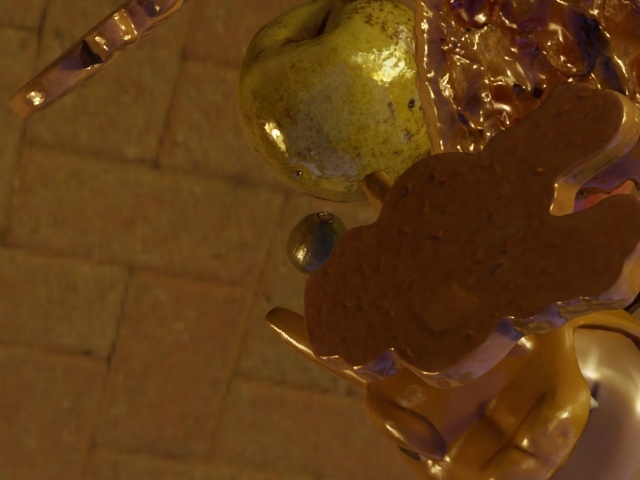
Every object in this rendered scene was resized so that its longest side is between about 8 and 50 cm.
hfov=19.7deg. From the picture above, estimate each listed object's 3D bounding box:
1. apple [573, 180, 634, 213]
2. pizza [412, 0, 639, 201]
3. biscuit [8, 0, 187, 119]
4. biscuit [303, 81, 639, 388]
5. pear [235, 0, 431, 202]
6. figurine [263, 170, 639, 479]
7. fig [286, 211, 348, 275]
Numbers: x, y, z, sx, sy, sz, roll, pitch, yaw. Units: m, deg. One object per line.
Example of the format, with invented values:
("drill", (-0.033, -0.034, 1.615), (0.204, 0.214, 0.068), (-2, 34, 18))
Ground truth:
("apple", (0.169, -0.072, 1.855), (0.293, 0.163, 0.251), (36, 143, -19))
("pizza", (0.171, -0.148, 1.229), (0.114, 0.278, 0.408), (-34, 152, -37))
("biscuit", (-0.209, -0.209, 1.869), (0.289, 0.202, 0.044), (-30, 104, 35))
("biscuit", (0.088, 0.008, 1.050), (0.236, 0.144, 0.040), (-29, 138, 32))
("pear", (0.025, -0.122, 1.657), (0.197, 0.197, 0.197), (-3, 132, -3))
("figurine", (0.164, 0.110, 1.535), (0.401, 0.268, 0.387), (4, 172, 37))
("fig", (0.000, 0.000, 2.072), (0.074, 0.074, 0.088), (2, 143, -7))
